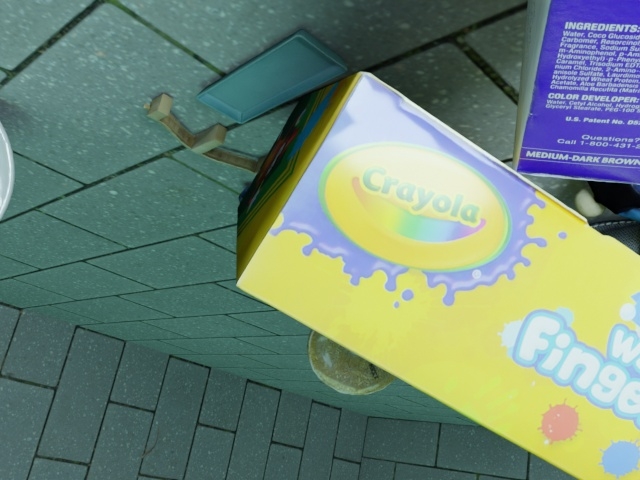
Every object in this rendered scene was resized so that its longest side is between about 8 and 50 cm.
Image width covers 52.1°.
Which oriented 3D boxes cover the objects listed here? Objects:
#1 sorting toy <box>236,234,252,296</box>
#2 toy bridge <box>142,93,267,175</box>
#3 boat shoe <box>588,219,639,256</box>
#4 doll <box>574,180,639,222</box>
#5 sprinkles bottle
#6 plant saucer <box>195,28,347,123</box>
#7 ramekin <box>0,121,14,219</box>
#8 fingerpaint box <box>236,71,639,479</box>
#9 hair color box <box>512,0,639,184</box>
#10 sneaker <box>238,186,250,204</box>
[{"bbox_3d":[0.000,0.000,0.898,0.127,0.126,0.365,18,150,-37],"label":"sorting toy"},{"bbox_3d":[-0.147,-0.130,0.850,0.188,0.026,0.063,27,156,-35],"label":"toy bridge"},{"bbox_3d":[0.427,-0.019,0.747,0.340,0.127,0.158,3,134,45],"label":"boat shoe"},{"bbox_3d":[0.342,-0.063,0.698,0.129,0.046,0.189,49,154,-2],"label":"doll"},{"bbox_3d":[0.053,0.084,0.926,0.121,0.121,0.355,11,-164,1],"label":"sprinkles bottle"},{"bbox_3d":[-0.057,-0.172,0.701,0.067,0.018,0.192,26,156,-35],"label":"plant saucer"},{"bbox_3d":[-0.555,-0.094,0.850,0.273,0.273,0.127,26,167,-35],"label":"ramekin"},{"bbox_3d":[0.147,0.044,0.605,0.444,0.163,0.371,31,-175,-12],"label":"fingerpaint box"},{"bbox_3d":[0.163,-0.184,0.306,0.110,0.185,0.339,6,160,15],"label":"hair color box"},{"bbox_3d":[-0.101,-0.058,1.001,0.058,0.052,0.135,27,147,-21],"label":"sneaker"}]
